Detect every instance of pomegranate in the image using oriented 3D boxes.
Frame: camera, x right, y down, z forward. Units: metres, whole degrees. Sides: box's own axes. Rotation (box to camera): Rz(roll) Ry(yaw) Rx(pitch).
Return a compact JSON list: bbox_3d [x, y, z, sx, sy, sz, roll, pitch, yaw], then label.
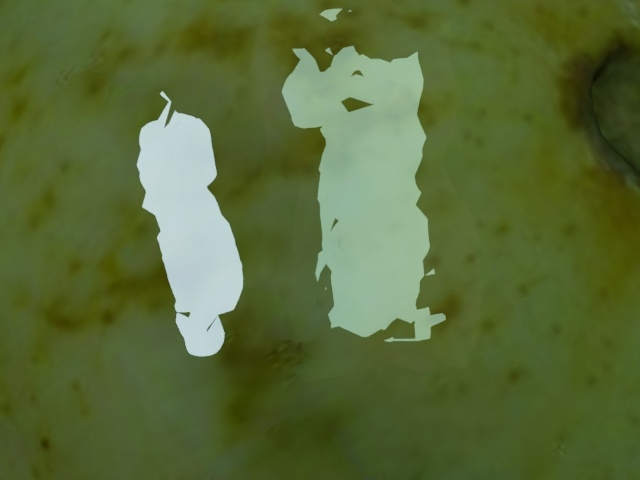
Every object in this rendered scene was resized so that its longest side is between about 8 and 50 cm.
[{"bbox_3d":[0.000,0.000,0.528,0.342,0.342,0.343,3,69,-8],"label":"pomegranate"}]
